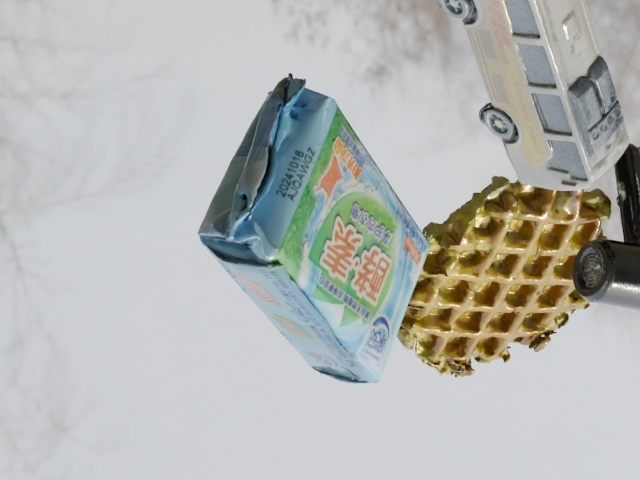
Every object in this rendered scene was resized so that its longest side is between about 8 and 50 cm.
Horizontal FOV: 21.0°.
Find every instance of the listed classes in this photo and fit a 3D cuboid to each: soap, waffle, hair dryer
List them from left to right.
[{"bbox_3d":[0.000,0.000,1.405,0.077,0.293,0.156,8,-115,31],"label":"soap"},{"bbox_3d":[0.239,0.044,2.206,0.325,0.302,0.068,-31,-134,2],"label":"waffle"},{"bbox_3d":[0.339,-0.027,1.897,0.124,0.219,0.071,12,152,-25],"label":"hair dryer"}]

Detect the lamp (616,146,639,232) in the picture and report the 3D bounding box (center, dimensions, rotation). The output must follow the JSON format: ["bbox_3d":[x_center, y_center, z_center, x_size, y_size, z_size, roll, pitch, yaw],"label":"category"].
[{"bbox_3d":[0.465,-0.021,2.182,0.223,0.215,0.151,26,-166,2],"label":"lamp"}]

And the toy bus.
[{"bbox_3d":[0.222,-0.206,1.795,0.138,0.342,0.097,15,-130,44],"label":"toy bus"}]
